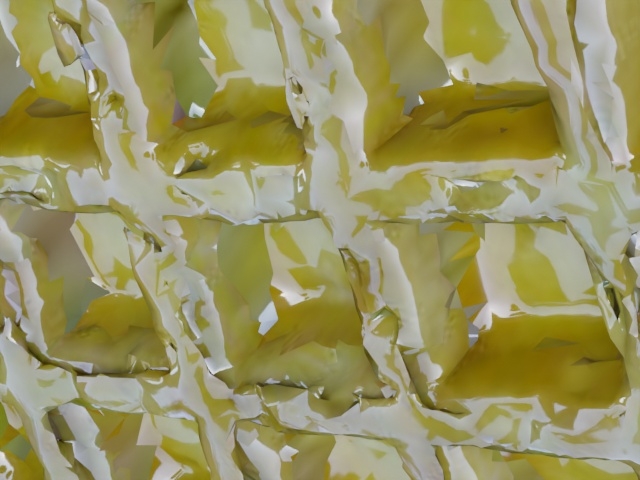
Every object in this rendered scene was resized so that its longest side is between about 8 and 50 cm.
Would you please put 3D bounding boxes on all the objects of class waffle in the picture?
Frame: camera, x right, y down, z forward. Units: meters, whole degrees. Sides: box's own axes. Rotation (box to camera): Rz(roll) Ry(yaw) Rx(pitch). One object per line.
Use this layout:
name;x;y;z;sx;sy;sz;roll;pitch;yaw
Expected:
waffle;0.000;0.000;0.484;0.379;0.095;0.382;35;137;8
